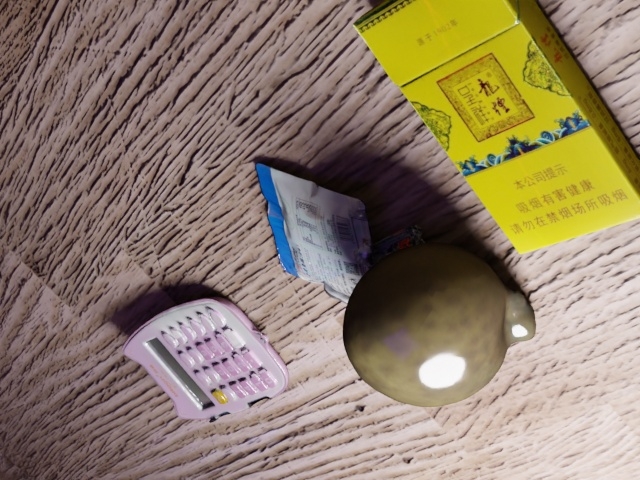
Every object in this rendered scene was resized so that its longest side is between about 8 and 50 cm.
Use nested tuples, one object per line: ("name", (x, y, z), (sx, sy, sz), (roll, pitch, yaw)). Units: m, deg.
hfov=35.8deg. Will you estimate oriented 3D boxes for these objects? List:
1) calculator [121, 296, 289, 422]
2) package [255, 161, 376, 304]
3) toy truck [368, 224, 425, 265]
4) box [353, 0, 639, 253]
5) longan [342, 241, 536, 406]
("calculator", (-0.162, 0.169, 1.438), (0.294, 0.043, 0.194), (-25, 107, 46))
("package", (0.000, 0.000, 1.138), (0.173, 0.027, 0.171), (25, 143, 39))
("toy truck", (0.084, 0.007, 1.087), (0.032, 0.024, 0.083), (46, 142, -18))
("box", (0.167, -0.119, 0.889), (0.279, 0.041, 0.153), (52, 142, -13))
("longan", (0.125, 0.086, 1.029), (0.204, 0.159, 0.185), (-1, 136, -8))
